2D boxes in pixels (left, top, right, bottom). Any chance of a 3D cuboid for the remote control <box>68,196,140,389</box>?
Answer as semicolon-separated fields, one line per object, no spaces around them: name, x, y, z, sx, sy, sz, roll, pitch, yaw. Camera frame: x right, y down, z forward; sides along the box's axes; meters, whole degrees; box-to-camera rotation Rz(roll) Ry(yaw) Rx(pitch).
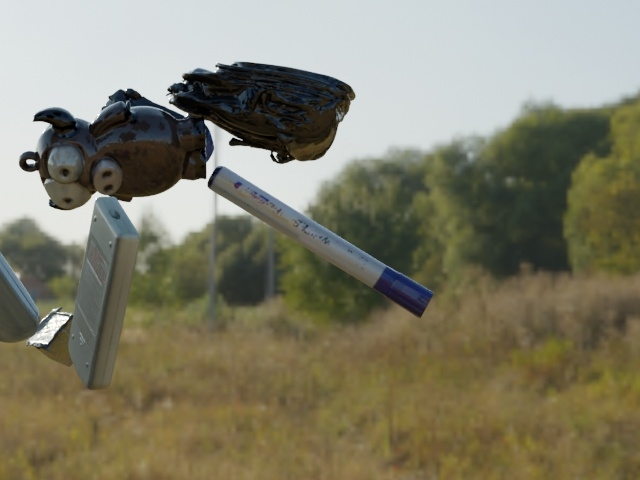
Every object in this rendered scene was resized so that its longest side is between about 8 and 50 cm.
remote control;-0.219;0.057;1.391;0.029;0.190;0.087;1;28;-28

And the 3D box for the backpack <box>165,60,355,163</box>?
backpack;-0.089;-0.190;1.960;0.258;0.133;0.206;17;-4;2

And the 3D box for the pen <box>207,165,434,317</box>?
pen;0.000;0.000;1.464;0.269;0.033;0.033;32;-2;0

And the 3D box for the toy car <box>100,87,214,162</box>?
toy car;-0.278;-0.183;2.356;0.216;0.103;0.063;23;-10;14

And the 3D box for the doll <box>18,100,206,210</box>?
doll;-0.285;-0.114;1.906;0.257;0.182;0.117;-8;44;-12

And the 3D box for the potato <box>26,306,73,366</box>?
potato;-0.419;0.156;2.226;0.061;0.086;0.122;47;-19;-20

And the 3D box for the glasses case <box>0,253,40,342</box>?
glasses case;-0.419;0.057;1.746;0.067;0.178;0.045;-20;32;14
